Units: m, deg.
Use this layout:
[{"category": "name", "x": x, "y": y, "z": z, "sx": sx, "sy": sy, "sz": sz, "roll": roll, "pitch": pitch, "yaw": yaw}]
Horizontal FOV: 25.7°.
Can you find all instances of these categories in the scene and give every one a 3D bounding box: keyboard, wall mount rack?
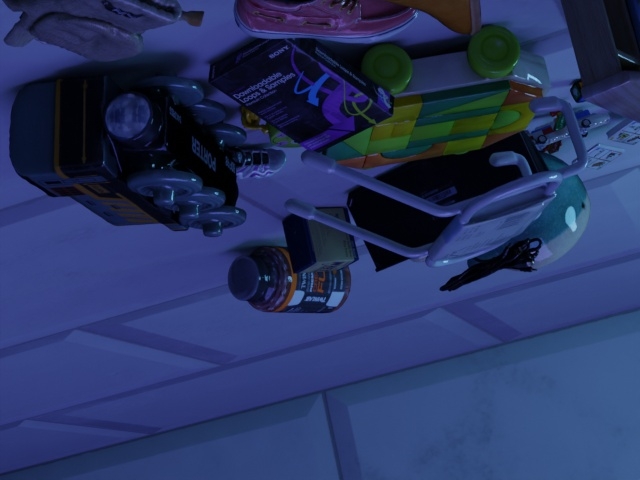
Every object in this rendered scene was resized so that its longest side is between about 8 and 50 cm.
[{"category": "keyboard", "x": 0.185, "y": -0.027, "z": 1.890, "sx": 0.317, "sy": 0.201, "sz": 0.033, "roll": -25, "pitch": 180, "yaw": 42}, {"category": "wall mount rack", "x": 0.129, "y": -0.053, "z": 1.598, "sx": 0.304, "sy": 0.130, "sz": 0.350, "roll": -16, "pitch": 168, "yaw": -10}]

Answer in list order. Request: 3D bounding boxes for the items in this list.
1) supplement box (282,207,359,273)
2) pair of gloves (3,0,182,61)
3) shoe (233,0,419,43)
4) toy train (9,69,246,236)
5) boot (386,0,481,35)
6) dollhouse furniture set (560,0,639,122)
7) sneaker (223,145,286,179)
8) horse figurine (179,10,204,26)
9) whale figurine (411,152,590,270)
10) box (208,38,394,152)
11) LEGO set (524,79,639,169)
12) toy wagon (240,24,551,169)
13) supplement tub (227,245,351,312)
[{"category": "supplement box", "x": 0.000, "y": 0.000, "z": 2.048, "sx": 0.083, "sy": 0.083, "sz": 0.056, "roll": -3, "pitch": 164, "yaw": -34}, {"category": "pair of gloves", "x": -0.242, "y": -0.197, "z": 1.064, "sx": 0.240, "sy": 0.042, "sz": 0.204, "roll": 16, "pitch": 167, "yaw": -22}, {"category": "shoe", "x": 0.013, "y": -0.221, "z": 1.273, "sx": 0.178, "sy": 0.063, "sz": 0.081, "roll": -4, "pitch": 169, "yaw": -13}, {"category": "toy train", "x": -0.194, "y": -0.087, "z": 1.499, "sx": 0.190, "sy": 0.142, "sz": 0.334, "roll": -2, "pitch": 169, "yaw": 11}, {"category": "boot", "x": 0.019, "y": -0.241, "z": 1.167, "sx": 0.211, "sy": 0.104, "sz": 0.295, "roll": -10, "pitch": 161, "yaw": 11}, {"category": "dollhouse furniture set", "x": 0.330, "y": -0.256, "z": 1.134, "sx": 0.303, "sy": 0.198, "sz": 0.286, "roll": -22, "pitch": 163, "yaw": 32}, {"category": "sneaker", "x": -0.092, "y": -0.098, "z": 1.700, "sx": 0.098, "sy": 0.038, "sz": 0.069, "roll": -13, "pitch": 166, "yaw": 1}, {"category": "horse figurine", "x": -0.155, "y": -0.231, "z": 1.028, "sx": 0.175, "sy": 0.066, "sz": 0.263, "roll": 22, "pitch": 171, "yaw": -5}, {"category": "whale figurine", "x": 0.240, "y": -0.044, "z": 1.979, "sx": 0.272, "sy": 0.216, "sz": 0.141, "roll": -8, "pitch": 125, "yaw": 34}, {"category": "box", "x": -0.019, "y": -0.155, "z": 1.451, "sx": 0.116, "sy": 0.029, "sz": 0.162, "roll": -24, "pitch": 137, "yaw": 38}, {"category": "LEGO set", "x": 0.363, "y": -0.167, "z": 1.838, "sx": 0.182, "sy": 0.060, "sz": 0.244, "roll": -38, "pitch": 154, "yaw": 33}, {"category": "toy wagon", "x": 0.082, "y": -0.145, "z": 1.602, "sx": 0.345, "sy": 0.068, "sz": 0.267, "roll": -11, "pitch": 165, "yaw": -6}, {"category": "supplement tub", "x": -0.051, "y": 0.062, "z": 2.198, "sx": 0.106, "sy": 0.106, "sz": 0.198, "roll": -25, "pitch": 161, "yaw": 40}]
